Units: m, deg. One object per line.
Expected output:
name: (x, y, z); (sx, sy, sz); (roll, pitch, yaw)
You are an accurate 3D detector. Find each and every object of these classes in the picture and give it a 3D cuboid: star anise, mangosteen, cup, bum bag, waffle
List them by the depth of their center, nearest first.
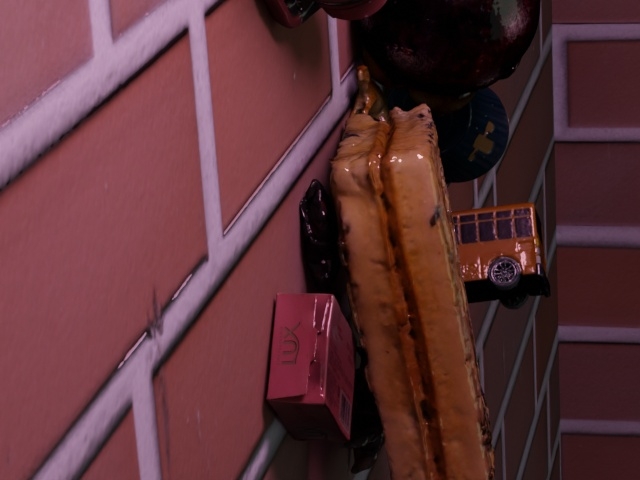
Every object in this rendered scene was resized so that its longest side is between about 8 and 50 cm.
bum bag: (0.001, 0.000, 1.861); (0.058, 0.034, 0.124); (-94, 177, -53)
waffle: (0.094, 0.064, 1.946); (0.261, 0.114, 0.376); (-86, 165, -74)
mangosteen: (0.134, -0.234, 2.064); (0.250, 0.211, 0.211); (92, 8, -50)
star anise: (0.057, 0.187, 2.100); (0.141, 0.042, 0.141); (3, 90, -78)
cup: (0.138, -0.124, 2.281); (0.176, 0.131, 0.155); (-64, 162, 2)

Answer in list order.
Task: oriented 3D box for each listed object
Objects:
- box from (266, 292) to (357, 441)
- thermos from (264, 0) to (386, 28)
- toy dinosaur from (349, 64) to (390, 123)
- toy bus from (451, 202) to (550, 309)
box: (-0.006, 0.121, 1.788); (0.156, 0.060, 0.111); (68, 27, -66)
thermos: (0.003, -0.273, 1.682); (0.330, 0.109, 0.136); (55, 38, -69)
toy dinosaur: (0.061, -0.156, 2.095); (0.162, 0.039, 0.126); (-67, 153, -61)
toy bus: (0.159, 0.020, 2.193); (0.098, 0.201, 0.114); (53, 32, -68)
